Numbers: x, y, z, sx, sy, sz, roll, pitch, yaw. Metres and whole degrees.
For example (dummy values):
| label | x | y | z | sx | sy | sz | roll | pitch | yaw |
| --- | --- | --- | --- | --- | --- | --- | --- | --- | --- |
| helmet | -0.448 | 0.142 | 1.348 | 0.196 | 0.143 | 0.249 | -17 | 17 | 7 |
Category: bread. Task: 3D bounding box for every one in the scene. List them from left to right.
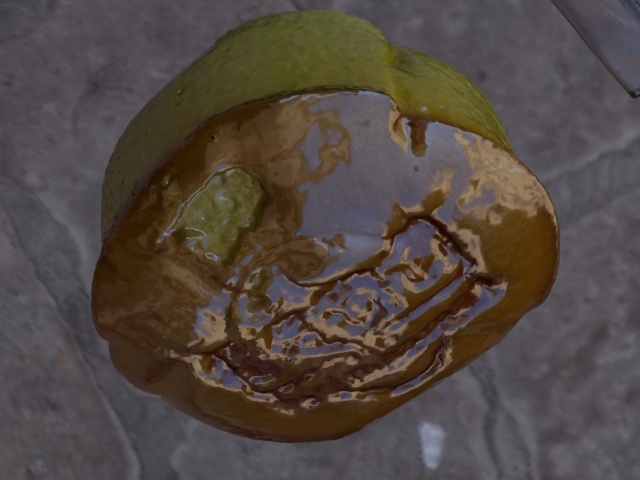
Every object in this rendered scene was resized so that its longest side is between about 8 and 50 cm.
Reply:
| label | x | y | z | sx | sy | sz | roll | pitch | yaw |
| --- | --- | --- | --- | --- | --- | --- | --- | --- | --- |
| bread | 0.000 | 0.000 | 0.867 | 0.270 | 0.148 | 0.270 | -5 | 132 | -5 |

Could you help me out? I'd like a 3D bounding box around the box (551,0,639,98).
| label | x | y | z | sx | sy | sz | roll | pitch | yaw |
| --- | --- | --- | --- | --- | --- | --- | --- | --- | --- |
| box | 0.224 | -0.274 | 1.191 | 0.153 | 0.188 | 0.252 | -39 | 103 | 16 |
